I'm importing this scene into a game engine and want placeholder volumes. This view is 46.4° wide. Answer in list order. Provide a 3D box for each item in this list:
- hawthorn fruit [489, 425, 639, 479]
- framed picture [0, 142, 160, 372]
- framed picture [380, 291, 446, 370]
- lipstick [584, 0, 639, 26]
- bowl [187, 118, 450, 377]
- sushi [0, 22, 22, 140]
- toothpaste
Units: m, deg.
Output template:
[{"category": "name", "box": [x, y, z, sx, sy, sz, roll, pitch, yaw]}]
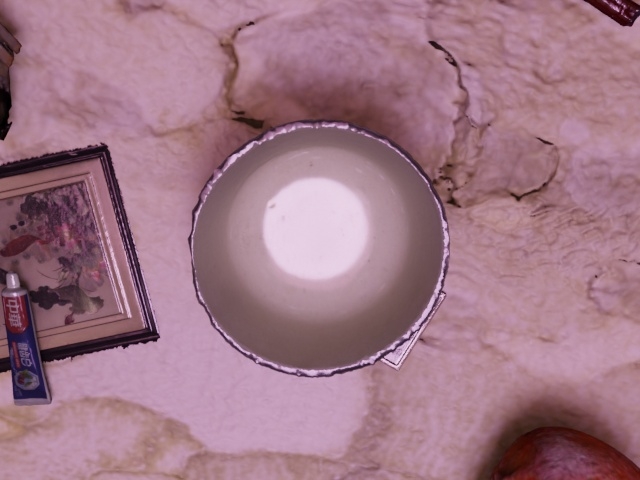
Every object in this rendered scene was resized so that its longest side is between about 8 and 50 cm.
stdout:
[{"category": "hawthorn fruit", "box": [0.228, 0.258, 0.664, 0.173, 0.173, 0.172, 0, 101, 1]}, {"category": "framed picture", "box": [-0.268, 0.024, 0.701, 0.195, 0.010, 0.199, -12, 101, 3]}, {"category": "framed picture", "box": [0.070, 0.072, 0.708, 0.066, 0.006, 0.089, 30, 99, -5]}, {"category": "lipstick", "box": [0.201, -0.237, 0.640, 0.177, 0.027, 0.027, 32, 100, -7]}, {"category": "bowl", "box": [0.000, 0.000, 0.642, 0.212, 0.112, 0.211, 0, 101, 2]}, {"category": "sushi", "box": [-0.386, -0.190, 0.619, 0.273, 0.134, 0.109, 23, 87, 11]}, {"category": "toothpaste", "box": [-0.279, 0.094, 0.700, 0.037, 0.021, 0.139, -1, 108, 1]}]
